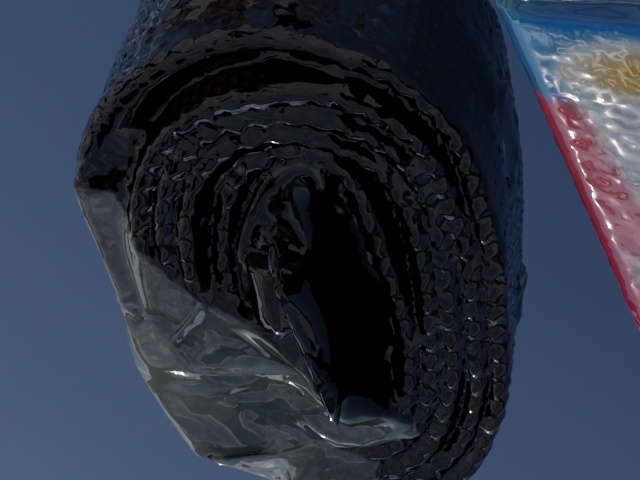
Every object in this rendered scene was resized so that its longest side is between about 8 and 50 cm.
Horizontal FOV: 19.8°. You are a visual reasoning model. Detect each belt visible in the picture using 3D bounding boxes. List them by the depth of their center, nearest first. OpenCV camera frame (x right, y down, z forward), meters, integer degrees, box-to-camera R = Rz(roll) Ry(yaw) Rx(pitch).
[{"bbox_3d":[0.000,0.000,0.811,0.184,0.164,0.289,-5,-47,12],"label":"belt"}]

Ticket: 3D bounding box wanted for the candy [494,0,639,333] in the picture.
[{"bbox_3d":[0.160,-0.037,0.577,0.100,0.306,0.157,10,-119,32],"label":"candy"}]
